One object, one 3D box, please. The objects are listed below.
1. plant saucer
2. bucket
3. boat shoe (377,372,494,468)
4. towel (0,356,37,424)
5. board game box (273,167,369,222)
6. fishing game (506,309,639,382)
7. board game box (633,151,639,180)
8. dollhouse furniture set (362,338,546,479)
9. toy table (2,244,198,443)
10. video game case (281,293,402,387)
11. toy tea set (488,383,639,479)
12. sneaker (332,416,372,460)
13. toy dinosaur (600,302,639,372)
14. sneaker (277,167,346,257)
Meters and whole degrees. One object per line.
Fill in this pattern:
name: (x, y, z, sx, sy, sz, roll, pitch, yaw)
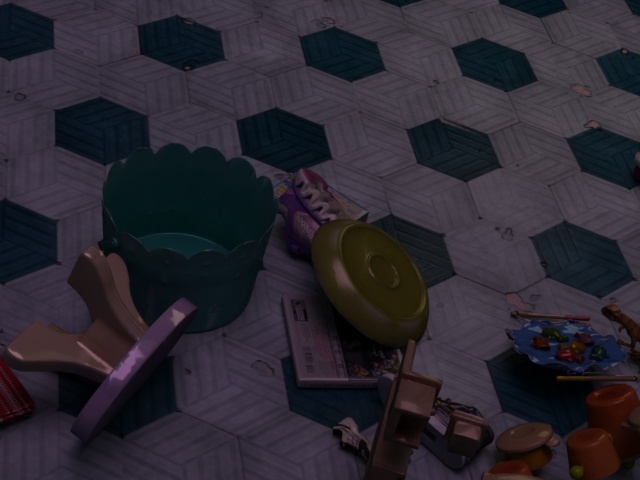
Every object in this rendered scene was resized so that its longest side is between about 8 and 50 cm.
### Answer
plant saucer: (0.090, 0.057, 2.083, 0.241, 0.037, 0.241, 29, 39, -26)
bucket: (-0.212, -0.003, 2.041, 0.281, 0.183, 0.281, 8, 39, -7)
boat shoe: (0.169, 0.255, 1.943, 0.083, 0.065, 0.183, -26, 60, -40)
towel: (-0.557, 0.218, 1.802, 0.275, 0.031, 0.199, -18, 47, -35)
board game box: (-0.007, -0.059, 2.286, 0.154, 0.026, 0.103, 34, 44, 23)
fishing game: (0.389, 0.157, 2.066, 0.189, 0.041, 0.264, 4, 19, -5)
board game box: (0.848, -0.051, 2.502, 0.390, 0.050, 0.390, -8, 45, -24)
dollhouse furniture set: (0.243, 0.305, 1.712, 0.355, 0.303, 0.174, 16, 38, 2)
toy table: (-0.304, 0.136, 1.824, 0.161, 0.252, 0.274, 37, 31, 3)
video game case: (0.035, 0.156, 2.049, 0.173, 0.022, 0.190, 2, 40, -13)
toy tea set: (0.373, 0.322, 1.884, 0.336, 0.124, 0.200, -21, 13, -11)
sneaker: (0.048, 0.293, 1.889, 0.037, 0.032, 0.083, -25, 46, -20)
toy dinosaur: (0.548, 0.165, 2.112, 0.211, 0.112, 0.064, 16, 38, 0)
sneaker: (0.000, 0.000, 2.178, 0.236, 0.104, 0.095, 59, 18, 18)
